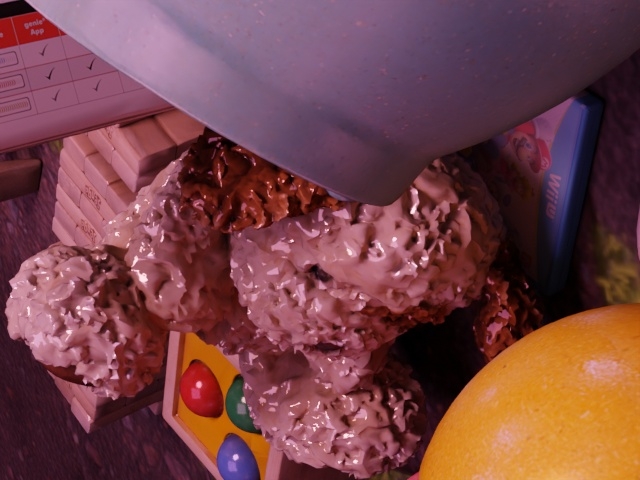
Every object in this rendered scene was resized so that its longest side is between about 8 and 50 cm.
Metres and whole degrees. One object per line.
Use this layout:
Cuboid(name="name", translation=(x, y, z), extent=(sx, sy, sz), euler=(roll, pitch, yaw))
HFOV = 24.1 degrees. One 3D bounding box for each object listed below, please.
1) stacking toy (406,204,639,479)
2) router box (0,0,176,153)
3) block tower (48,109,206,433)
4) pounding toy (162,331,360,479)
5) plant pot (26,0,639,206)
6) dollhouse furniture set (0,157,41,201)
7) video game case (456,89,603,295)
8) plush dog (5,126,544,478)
Cuboid(name="stacking toy", translation=(0.136, 0.152, 0.645), extent=(0.350, 0.350, 0.480), euler=(37, 122, 38))
Cuboid(name="router box", translation=(-0.106, -0.203, 0.675), extent=(0.082, 0.335, 0.301), euler=(-5, 101, 56))
Cuboid(name="block tower", translation=(-0.137, 0.006, 1.088), extent=(0.091, 0.097, 0.335), euler=(49, 145, 28))
Cuboid(name="pounding toy", translation=(-0.060, 0.117, 1.044), extent=(0.181, 0.094, 0.206), euler=(43, 140, 33))
Cuboid(name="plant pot", translation=(0.003, -0.137, 0.551), extent=(0.293, 0.293, 0.196), euler=(39, 101, 36))
Cuboid(name="dollhouse furniture set", translation=(-0.347, -0.179, 1.238), extent=(0.262, 0.135, 0.259), euler=(51, 145, 23))
Cuboid(name="video game case", translation=(0.077, -0.060, 0.807), extent=(0.166, 0.015, 0.119), euler=(39, 138, 37))
Cuboid(name="plush dog", translation=(0.000, 0.000, 0.794), extent=(0.225, 0.262, 0.210), euler=(-11, 60, 52))
